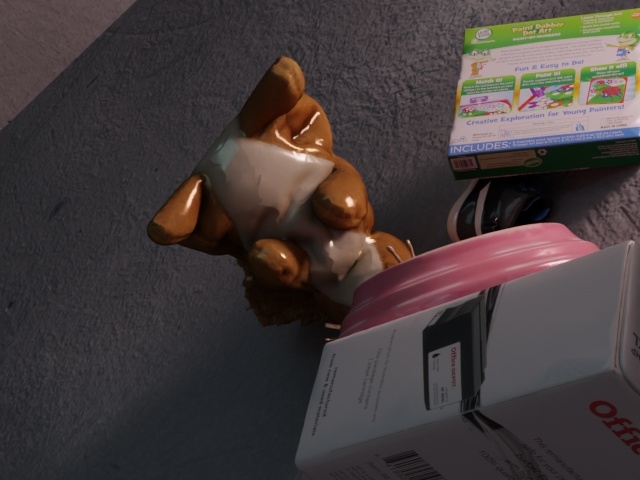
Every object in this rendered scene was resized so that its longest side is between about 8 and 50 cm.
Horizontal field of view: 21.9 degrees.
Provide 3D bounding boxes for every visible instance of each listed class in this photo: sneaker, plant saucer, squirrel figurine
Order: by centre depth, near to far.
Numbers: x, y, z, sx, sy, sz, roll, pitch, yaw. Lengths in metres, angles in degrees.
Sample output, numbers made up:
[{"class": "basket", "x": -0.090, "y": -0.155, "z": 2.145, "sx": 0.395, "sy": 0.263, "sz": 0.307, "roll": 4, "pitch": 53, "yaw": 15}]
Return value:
[{"class": "plant saucer", "x": 0.170, "y": 0.059, "z": 1.876, "sx": 0.332, "sy": 0.332, "sz": 0.084, "roll": -24, "pitch": 78, "yaw": 36}, {"class": "sneaker", "x": 0.262, "y": -0.078, "z": 2.154, "sx": 0.121, "sy": 0.079, "sz": 0.217, "roll": 7, "pitch": 60, "yaw": 43}, {"class": "squirrel figurine", "x": 0.000, "y": 0.000, "z": 2.175, "sx": 0.281, "sy": 0.370, "sz": 0.397, "roll": -52, "pitch": 2, "yaw": -6}]

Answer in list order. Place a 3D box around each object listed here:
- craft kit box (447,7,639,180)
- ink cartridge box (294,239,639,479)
[{"class": "craft kit box", "x": 0.300, "y": -0.192, "z": 2.152, "sx": 0.249, "sy": 0.061, "sz": 0.247, "roll": -4, "pitch": 50, "yaw": 19}, {"class": "ink cartridge box", "x": 0.221, "y": 0.191, "z": 1.676, "sx": 0.395, "sy": 0.285, "sz": 0.166, "roll": -21, "pitch": 40, "yaw": 37}]
